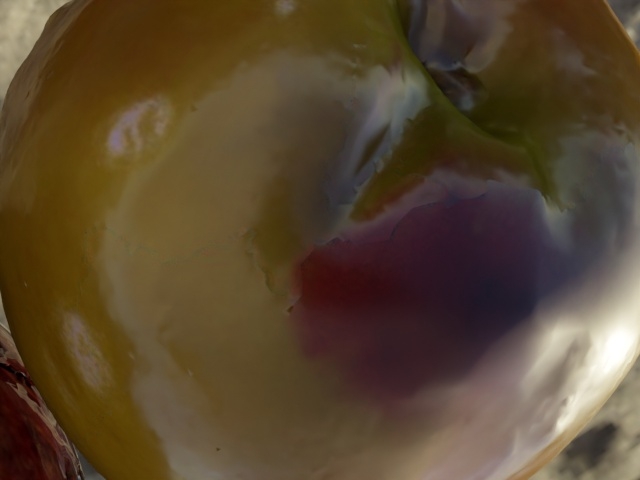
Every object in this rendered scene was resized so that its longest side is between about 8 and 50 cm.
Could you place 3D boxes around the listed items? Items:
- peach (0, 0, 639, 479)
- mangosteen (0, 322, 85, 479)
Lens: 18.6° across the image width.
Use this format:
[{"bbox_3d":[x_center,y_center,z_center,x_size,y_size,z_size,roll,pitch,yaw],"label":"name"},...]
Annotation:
[{"bbox_3d":[0.000,0.000,0.397,0.138,0.138,0.138,-17,138,-16],"label":"peach"},{"bbox_3d":[-0.141,0.077,0.422,0.180,0.166,0.166,-8,138,-49],"label":"mangosteen"}]
